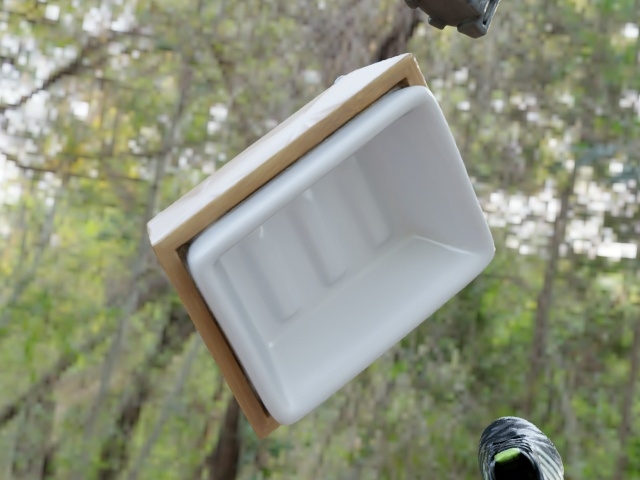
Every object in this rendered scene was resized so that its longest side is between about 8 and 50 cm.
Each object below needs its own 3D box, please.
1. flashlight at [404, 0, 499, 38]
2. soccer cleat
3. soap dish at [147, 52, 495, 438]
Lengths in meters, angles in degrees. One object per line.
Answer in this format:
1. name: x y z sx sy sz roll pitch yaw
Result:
1. flashlight: 0.159 -0.349 1.517 0.103 0.304 0.103 16 -23 21
2. soccer cleat: 0.144 0.168 1.147 0.060 0.072 0.179 -22 26 6
3. soap dish: 0.000 0.000 1.416 0.118 0.291 0.229 29 -29 52
